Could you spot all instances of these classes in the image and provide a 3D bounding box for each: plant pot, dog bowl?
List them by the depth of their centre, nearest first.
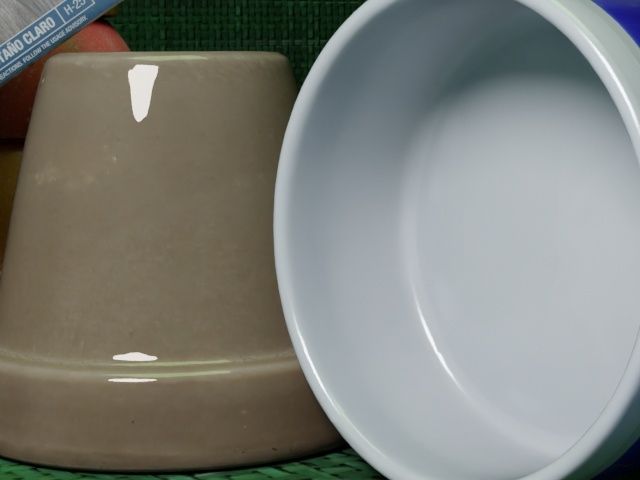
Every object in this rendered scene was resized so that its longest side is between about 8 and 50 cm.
[{"bbox_3d":[0.097,-0.003,0.802,0.104,0.265,0.265,-4,7,-41],"label":"dog bowl"},{"bbox_3d":[-0.088,0.000,0.966,0.263,0.229,0.263,0,6,0],"label":"plant pot"}]

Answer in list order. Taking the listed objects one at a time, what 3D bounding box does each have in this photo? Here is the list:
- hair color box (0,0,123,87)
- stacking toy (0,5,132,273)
[{"bbox_3d":[-0.266,-0.177,1.061,0.174,0.105,0.347,-37,25,-7],"label":"hair color box"},{"bbox_3d":[-0.280,-0.173,1.356,0.351,0.479,0.350,-1,4,0],"label":"stacking toy"}]
